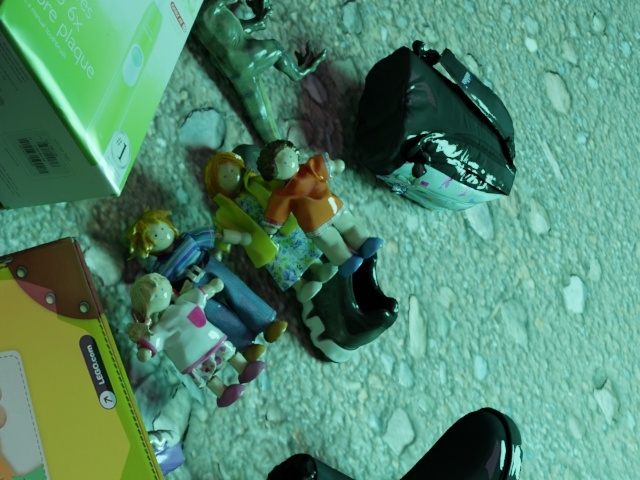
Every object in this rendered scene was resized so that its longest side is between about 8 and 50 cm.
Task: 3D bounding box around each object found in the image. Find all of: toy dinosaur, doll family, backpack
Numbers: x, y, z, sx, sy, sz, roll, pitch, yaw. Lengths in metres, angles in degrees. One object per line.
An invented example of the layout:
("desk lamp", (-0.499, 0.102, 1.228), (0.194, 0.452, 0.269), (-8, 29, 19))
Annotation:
("toy dinosaur", (-0.065, -0.187, 1.850), (0.118, 0.064, 0.268), (-39, 104, -43))
("doll family", (-0.085, 0.017, 1.684), (0.163, 0.118, 0.263), (48, 70, -14))
("backpack", (0.122, -0.106, 1.971), (0.182, 0.115, 0.152), (27, 64, -38))

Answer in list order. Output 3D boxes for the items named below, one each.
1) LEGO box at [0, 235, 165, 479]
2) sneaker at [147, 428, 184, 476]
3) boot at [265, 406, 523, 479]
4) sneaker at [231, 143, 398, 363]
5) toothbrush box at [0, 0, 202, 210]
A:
("LEGO box", (-0.267, 0.289, 1.204), (0.372, 0.193, 0.500), (-16, 84, -38))
("sneaker", (-0.190, 0.230, 1.477), (0.236, 0.095, 0.105), (-33, 102, -45))
("boot", (0.055, 0.233, 1.683), (0.207, 0.094, 0.246), (32, 84, -36))
("sneaker", (0.000, 0.000, 1.786), (0.234, 0.106, 0.078), (59, 39, -8))
("toothbrush box", (-0.221, -0.199, 1.587), (0.206, 0.122, 0.283), (61, 33, -38))
